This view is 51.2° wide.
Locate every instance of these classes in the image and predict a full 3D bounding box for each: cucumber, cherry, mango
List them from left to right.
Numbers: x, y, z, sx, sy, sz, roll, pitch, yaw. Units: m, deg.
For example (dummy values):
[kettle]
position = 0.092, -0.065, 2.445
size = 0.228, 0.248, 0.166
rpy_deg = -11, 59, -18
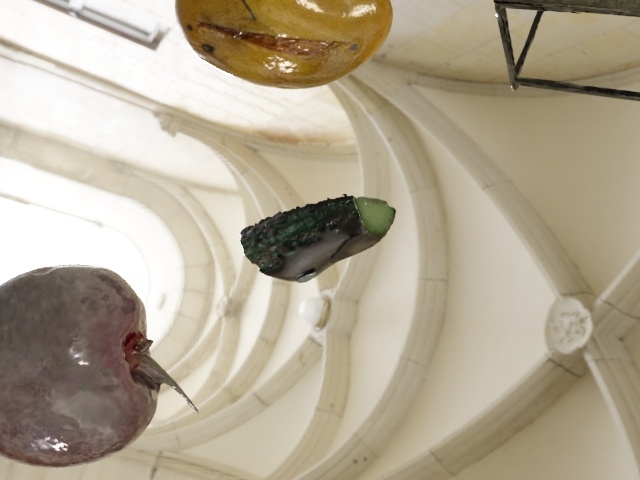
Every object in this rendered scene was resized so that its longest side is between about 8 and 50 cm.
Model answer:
[cherry]
position = -0.274, 0.131, 0.715
size = 0.183, 0.266, 0.213
rpy_deg = 145, -63, -77
[mango]
position = -0.055, -0.291, 0.902
size = 0.120, 0.295, 0.177
rpy_deg = -67, 168, -56
[cucumber]
position = 0.000, 0.000, 0.847
size = 0.193, 0.115, 0.086
rpy_deg = -26, -121, 39

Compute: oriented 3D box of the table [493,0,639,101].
[table]
position = 0.531, -0.419, 1.225
size = 0.335, 0.272, 0.222
rpy_deg = 17, -105, 28
